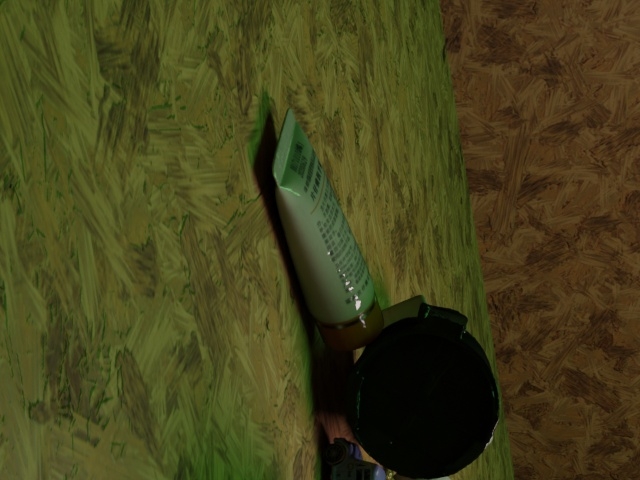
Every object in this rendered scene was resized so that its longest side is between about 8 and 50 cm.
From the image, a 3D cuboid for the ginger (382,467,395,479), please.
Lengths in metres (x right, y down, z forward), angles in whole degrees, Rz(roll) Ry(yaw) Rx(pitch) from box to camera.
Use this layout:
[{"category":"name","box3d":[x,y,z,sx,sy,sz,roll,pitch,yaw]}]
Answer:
[{"category":"ginger","box3d":[0.099,0.420,1.918,0.115,0.081,0.205,125,-38,-57]}]

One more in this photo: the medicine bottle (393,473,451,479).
[{"category":"medicine bottle","box3d":[0.158,0.459,2.112,0.105,0.105,0.168,69,21,-51]}]

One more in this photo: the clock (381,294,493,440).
[{"category":"clock","box3d":[0.193,0.242,2.174,0.265,0.109,0.324,67,6,18]}]

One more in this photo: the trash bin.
[{"category":"trash bin","box3d":[0.141,0.211,1.812,0.301,0.203,0.252,18,83,-85]}]

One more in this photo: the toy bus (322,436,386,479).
[{"category":"toy bus","box3d":[0.044,0.339,1.711,0.073,0.076,0.167,64,26,-57]}]

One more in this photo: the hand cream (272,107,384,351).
[{"category":"hand cream","box3d":[0.000,0.000,1.626,0.139,0.089,0.314,-77,155,-53]}]
